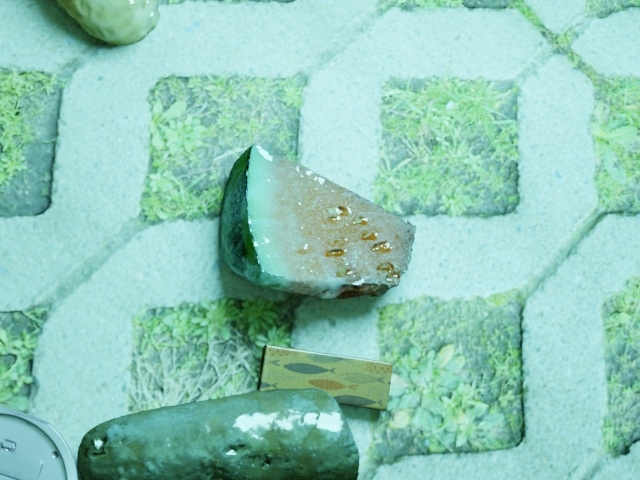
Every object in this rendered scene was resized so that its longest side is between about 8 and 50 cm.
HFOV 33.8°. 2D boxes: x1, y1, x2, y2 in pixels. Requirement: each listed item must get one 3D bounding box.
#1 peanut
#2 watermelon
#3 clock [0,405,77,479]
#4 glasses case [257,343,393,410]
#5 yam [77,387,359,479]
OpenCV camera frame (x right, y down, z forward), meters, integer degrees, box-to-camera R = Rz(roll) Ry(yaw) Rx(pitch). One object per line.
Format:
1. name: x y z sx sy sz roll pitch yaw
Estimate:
1. peanut: -0.333 -0.383 1.419 0.290 0.130 0.130 43 70 5
2. watermelon: 0.000 0.000 1.386 0.257 0.140 0.192 11 67 -19
3. clock: -0.385 0.293 1.236 0.197 0.068 0.196 3 73 -11
4. glasses case: 0.006 0.178 1.368 0.170 0.041 0.064 9 84 -10
5. yam: -0.126 0.253 1.279 0.331 0.133 0.133 -5 75 -8
